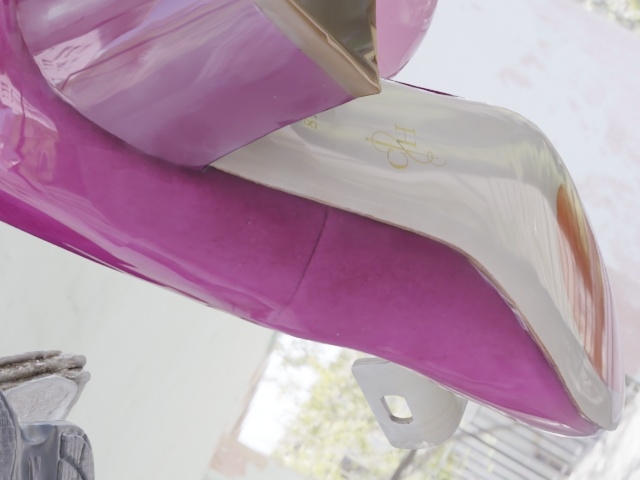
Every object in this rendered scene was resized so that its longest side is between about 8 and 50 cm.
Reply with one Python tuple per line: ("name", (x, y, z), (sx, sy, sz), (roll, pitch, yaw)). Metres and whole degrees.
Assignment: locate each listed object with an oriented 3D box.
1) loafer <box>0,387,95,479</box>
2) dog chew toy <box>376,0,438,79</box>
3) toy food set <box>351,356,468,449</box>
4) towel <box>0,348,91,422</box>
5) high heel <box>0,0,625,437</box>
("loafer", (-0.218, 0.138, 0.635), (0.302, 0.095, 0.109), (68, -161, -71))
("dog chew toy", (0.046, -0.246, 0.758), (0.332, 0.206, 0.206), (-41, -7, 4))
("toy food set", (0.119, 0.043, 1.135), (0.220, 0.092, 0.306), (64, -138, -55))
("towel", (-0.355, 0.176, 0.972), (0.282, 0.049, 0.187), (-8, -31, -34))
("high heel", (0.000, 0.000, 0.467), (0.377, 0.181, 0.127), (45, -140, -42))
